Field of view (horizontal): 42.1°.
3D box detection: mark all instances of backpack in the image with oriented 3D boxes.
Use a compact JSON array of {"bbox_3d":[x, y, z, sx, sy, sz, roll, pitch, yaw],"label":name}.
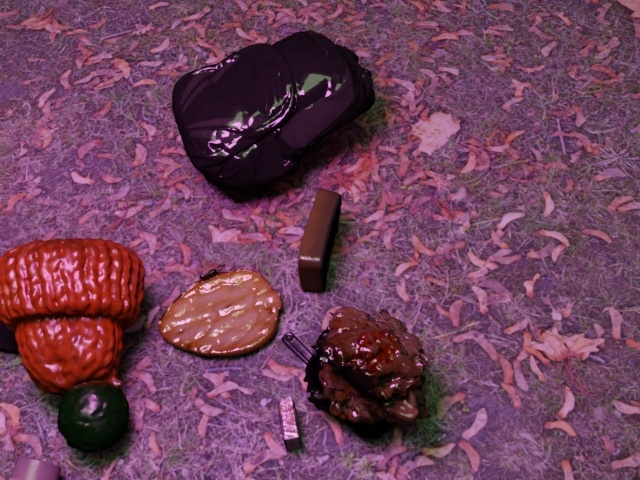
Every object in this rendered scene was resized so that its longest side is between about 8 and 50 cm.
[{"bbox_3d":[-0.097,-0.304,1.882,0.445,0.255,0.363,-26,56,4],"label":"backpack"}]

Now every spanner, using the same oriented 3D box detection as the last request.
[{"bbox_3d":[-0.007,0.254,1.639,0.046,0.012,0.208,-38,61,-18],"label":"spanner"}]

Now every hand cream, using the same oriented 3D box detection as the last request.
[{"bbox_3d":[-0.538,0.516,1.480,0.133,0.083,0.248,12,69,13],"label":"hand cream"}]

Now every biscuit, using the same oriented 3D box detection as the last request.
[{"bbox_3d":[-0.205,0.152,1.711,0.260,0.041,0.203,-14,59,-4],"label":"biscuit"}]

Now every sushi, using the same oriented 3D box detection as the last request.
[{"bbox_3d":[0.092,0.224,1.518,0.238,0.219,0.225,8,57,1],"label":"sushi"}]

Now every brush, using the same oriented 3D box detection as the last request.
[{"bbox_3d":[0.000,0.000,1.742,0.059,0.123,0.197,10,59,6],"label":"brush"}]

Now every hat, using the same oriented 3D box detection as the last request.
[{"bbox_3d":[-0.479,0.204,1.618,0.285,0.285,0.400,-4,82,2],"label":"hat"}]

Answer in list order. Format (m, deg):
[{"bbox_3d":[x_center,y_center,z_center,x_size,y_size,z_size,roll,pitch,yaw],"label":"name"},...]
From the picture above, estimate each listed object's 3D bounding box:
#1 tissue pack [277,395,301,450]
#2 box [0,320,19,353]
[{"bbox_3d":[-0.058,0.342,1.554,0.035,0.063,0.083,-9,55,-4],"label":"tissue pack"},{"bbox_3d":[-0.613,0.181,1.734,0.126,0.027,0.125,7,55,11],"label":"box"}]
